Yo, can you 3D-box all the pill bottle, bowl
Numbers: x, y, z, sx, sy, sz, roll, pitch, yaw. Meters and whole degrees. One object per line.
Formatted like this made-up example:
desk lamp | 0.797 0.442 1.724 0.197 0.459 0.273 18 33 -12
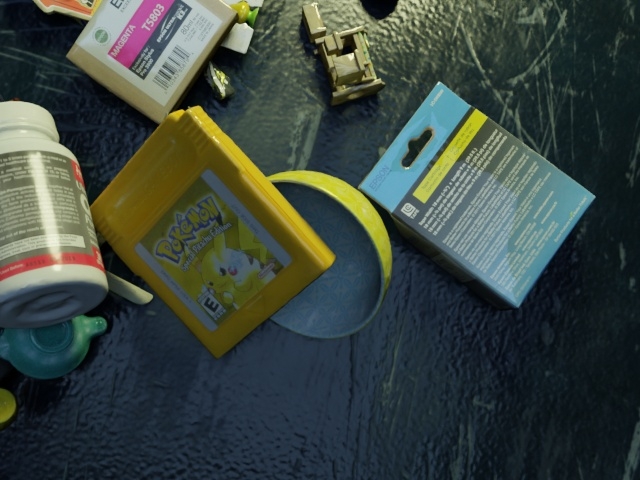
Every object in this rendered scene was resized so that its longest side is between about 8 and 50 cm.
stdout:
pill bottle | -0.442 -0.043 1.022 0.176 0.176 0.319 -18 70 -5
bowl | 0.000 0.000 1.113 0.289 0.289 0.156 41 40 2

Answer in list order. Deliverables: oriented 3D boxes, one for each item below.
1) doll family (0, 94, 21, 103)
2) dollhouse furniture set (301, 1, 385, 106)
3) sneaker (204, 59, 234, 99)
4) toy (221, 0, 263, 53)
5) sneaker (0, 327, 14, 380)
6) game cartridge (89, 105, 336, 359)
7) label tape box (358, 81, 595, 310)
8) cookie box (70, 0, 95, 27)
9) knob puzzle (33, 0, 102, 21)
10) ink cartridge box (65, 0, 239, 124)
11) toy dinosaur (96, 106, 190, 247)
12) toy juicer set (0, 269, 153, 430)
doll family | -0.571 -0.181 1.160 0.111 0.076 0.193 -11 81 0
dollhouse furniture set | 0.045 -0.353 1.171 0.101 0.161 0.182 -17 85 -5
sneaker | -0.183 -0.290 1.220 0.035 0.031 0.083 -15 74 -34
toy | -0.226 -0.435 1.215 0.237 0.056 0.137 19 89 -5
sneaker | -0.556 0.168 1.122 0.106 0.101 0.268 20 79 -26
game cartridge | -0.180 -0.006 1.046 0.324 0.053 0.285 47 119 -4
label tape box | 0.261 -0.073 1.177 0.333 0.106 0.241 37 83 2
cookie box | -0.442 -0.452 1.215 0.107 0.040 0.092 34 83 1
knob puzzle | -0.449 -0.487 1.182 0.213 0.030 0.213 1 83 -4
ink cartridge box | -0.282 -0.346 1.150 0.193 0.088 0.235 34 96 -11
toy dinosaur | -0.283 -0.079 1.154 0.313 0.121 0.160 -29 86 25
toy juicer set | -0.466 0.128 1.097 0.209 0.089 0.329 49 57 -5
